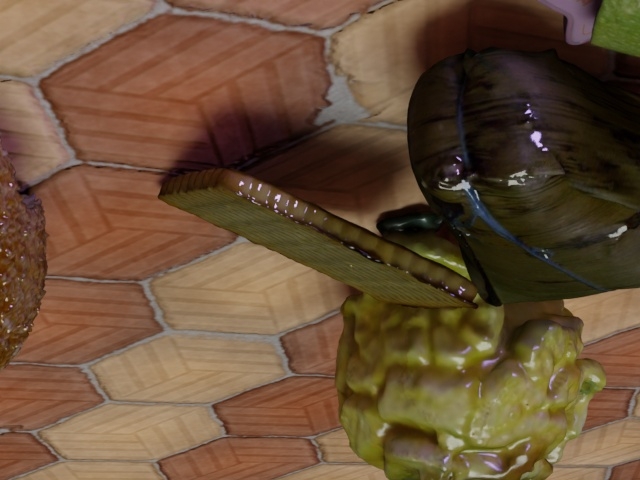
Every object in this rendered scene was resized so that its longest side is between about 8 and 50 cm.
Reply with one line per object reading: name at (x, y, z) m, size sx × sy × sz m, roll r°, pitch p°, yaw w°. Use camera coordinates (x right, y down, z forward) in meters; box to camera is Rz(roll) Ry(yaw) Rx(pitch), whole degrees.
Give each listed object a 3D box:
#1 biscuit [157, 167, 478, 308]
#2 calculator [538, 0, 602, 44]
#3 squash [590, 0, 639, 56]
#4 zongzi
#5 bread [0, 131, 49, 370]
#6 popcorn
biscuit at (0.000, 0.000, 1.234) m, size 0.254 × 0.029 × 0.172 m, roll 26°, pitch 168°, yaw -22°
calculator at (0.239, -0.233, 0.934) m, size 0.294 × 0.043 × 0.194 m, roll -30°, pitch 147°, yaw 33°
squash at (0.332, -0.196, 0.986) m, size 0.260 × 0.189 × 0.189 m, roll 14°, pitch 157°, yaw 9°
zongzi at (0.262, -0.053, 1.126) m, size 0.360 × 0.160 × 0.323 m, roll -2°, pitch 165°, yaw 17°
bread at (-0.301, 0.028, 1.148) m, size 0.171 × 0.192 × 0.314 m, roll 0°, pitch 154°, yaw -14°
popcorn at (0.150, 0.134, 1.465) m, size 0.293 × 0.237 × 0.293 m, roll -4°, pitch 158°, yaw -2°
